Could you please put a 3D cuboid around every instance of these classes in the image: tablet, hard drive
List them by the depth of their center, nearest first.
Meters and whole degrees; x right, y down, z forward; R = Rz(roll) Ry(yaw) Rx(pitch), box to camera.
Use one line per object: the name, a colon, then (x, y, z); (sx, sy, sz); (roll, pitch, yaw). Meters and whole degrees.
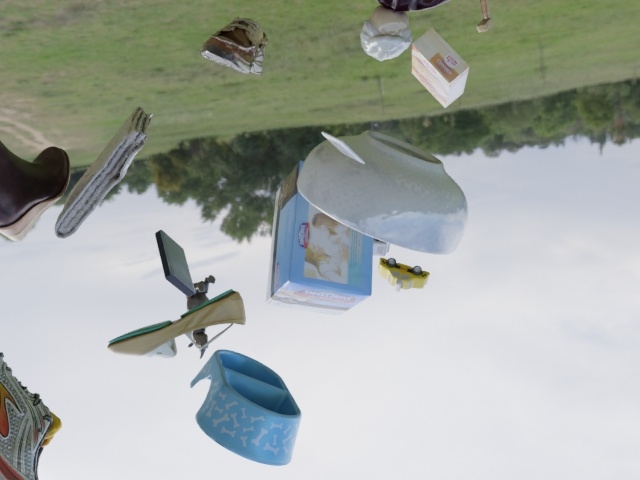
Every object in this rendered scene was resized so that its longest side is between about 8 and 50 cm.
tablet: (0.032, -0.137, 0.870); (0.006, 0.054, 0.083); (-50, -154, 3)
hard drive: (-0.322, 0.050, 1.306); (0.022, 0.094, 0.135); (-30, -129, 5)

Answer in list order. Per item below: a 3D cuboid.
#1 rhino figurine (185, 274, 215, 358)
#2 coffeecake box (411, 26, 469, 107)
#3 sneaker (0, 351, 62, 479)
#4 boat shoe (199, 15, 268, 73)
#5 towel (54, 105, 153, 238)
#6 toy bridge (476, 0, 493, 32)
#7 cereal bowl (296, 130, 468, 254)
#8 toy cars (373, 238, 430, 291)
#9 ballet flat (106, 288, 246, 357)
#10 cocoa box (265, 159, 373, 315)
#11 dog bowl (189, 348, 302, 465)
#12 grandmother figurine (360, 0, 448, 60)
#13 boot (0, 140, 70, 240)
rhino figurine: (-0.357, 0.231, 1.760); (0.073, 0.243, 0.106); (9, 158, -39)
coffeecake box: (0.307, -0.444, 1.534); (0.068, 0.142, 0.185); (-40, 170, 3)
sneaker: (-0.296, 0.165, 0.555); (0.092, 0.225, 0.088); (-11, 163, -26)
boat shoe: (-0.196, -0.470, 1.399); (0.122, 0.120, 0.324); (21, -164, -2)
towel: (-0.445, -0.144, 1.224); (0.282, 0.049, 0.187); (-45, -154, 16)
toy bridge: (0.322, -0.543, 1.257); (0.026, 0.188, 0.063); (2, -135, 52)
cereal bowl: (0.132, -0.111, 1.117); (0.338, 0.141, 0.339); (20, -161, -7)
toy cars: (0.213, 0.074, 2.058); (0.176, 0.393, 0.087); (-20, -142, 49)
ballet flat: (-0.231, 0.154, 0.977); (0.232, 0.073, 0.080); (-22, -179, -13)
cocoa box: (0.000, 0.000, 1.603); (0.231, 0.347, 0.228); (11, 156, -18)
dog bowl: (-0.122, 0.264, 0.986); (0.166, 0.074, 0.297); (26, 180, -17)
grandmother figurine: (0.143, -0.447, 0.936); (0.207, 0.342, 0.104); (27, -140, 12)
boot: (-0.599, -0.142, 1.182); (0.090, 0.248, 0.207); (10, 148, 6)
